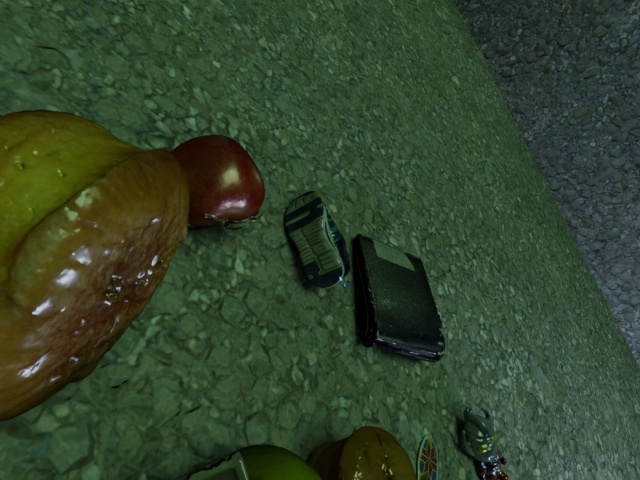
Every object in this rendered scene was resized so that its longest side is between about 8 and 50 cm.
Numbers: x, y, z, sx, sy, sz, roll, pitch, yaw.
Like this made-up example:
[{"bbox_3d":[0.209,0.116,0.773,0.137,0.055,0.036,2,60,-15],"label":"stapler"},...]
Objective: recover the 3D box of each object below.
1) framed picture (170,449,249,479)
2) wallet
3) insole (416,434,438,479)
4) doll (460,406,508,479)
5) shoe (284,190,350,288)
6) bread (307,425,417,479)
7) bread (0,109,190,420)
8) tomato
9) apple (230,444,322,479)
[{"bbox_3d":[-0.179,0.363,0.411,0.288,0.016,0.214,-19,79,-15],"label":"framed picture"},{"bbox_3d":[0.166,0.129,0.986,0.220,0.071,0.263,19,52,-32],"label":"wallet"},{"bbox_3d":[0.204,0.477,0.860,0.065,0.006,0.194,44,43,-18],"label":"insole"},{"bbox_3d":[0.365,0.461,0.993,0.104,0.062,0.195,-25,94,-11],"label":"doll"},{"bbox_3d":[0.000,0.000,0.878,0.106,0.091,0.208,19,48,-65],"label":"shoe"},{"bbox_3d":[0.065,0.423,0.650,0.195,0.142,0.270,26,50,-34],"label":"bread"},{"bbox_3d":[-0.260,0.019,0.441,0.172,0.312,0.312,35,44,-1],"label":"bread"},{"bbox_3d":[-0.167,-0.092,0.697,0.167,0.167,0.168,24,53,-35],"label":"tomato"},{"bbox_3d":[-0.073,0.355,0.538,0.196,0.156,0.197,31,47,-41],"label":"apple"}]
